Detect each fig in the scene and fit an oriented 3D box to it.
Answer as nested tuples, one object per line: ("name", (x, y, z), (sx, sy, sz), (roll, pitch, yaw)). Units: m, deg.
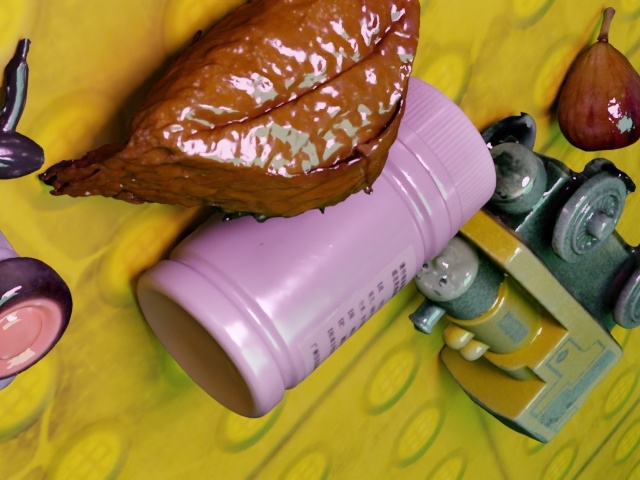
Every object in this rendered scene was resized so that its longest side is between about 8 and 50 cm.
("fig", (0.255, -0.145, 1.316), (0.089, 0.089, 0.125), (-23, 111, -41))

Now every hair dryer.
("hair dryer", (-0.188, -0.077, 0.825), (0.079, 0.031, 0.083), (6, 100, -46))

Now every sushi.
("sushi", (-0.027, -0.079, 0.936), (0.287, 0.140, 0.149), (-43, 108, -21))

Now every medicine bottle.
("medicine bottle", (0.000, 0.000, 1.039), (0.249, 0.133, 0.133), (-43, 146, -21))

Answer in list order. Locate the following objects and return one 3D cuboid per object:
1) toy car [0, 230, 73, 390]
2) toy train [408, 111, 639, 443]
("toy car", (-0.271, 0.030, 0.671), (0.212, 0.180, 0.270), (-49, 150, 8))
("toy train", (0.188, 0.037, 1.326), (0.237, 0.150, 0.369), (-50, 147, 1))
